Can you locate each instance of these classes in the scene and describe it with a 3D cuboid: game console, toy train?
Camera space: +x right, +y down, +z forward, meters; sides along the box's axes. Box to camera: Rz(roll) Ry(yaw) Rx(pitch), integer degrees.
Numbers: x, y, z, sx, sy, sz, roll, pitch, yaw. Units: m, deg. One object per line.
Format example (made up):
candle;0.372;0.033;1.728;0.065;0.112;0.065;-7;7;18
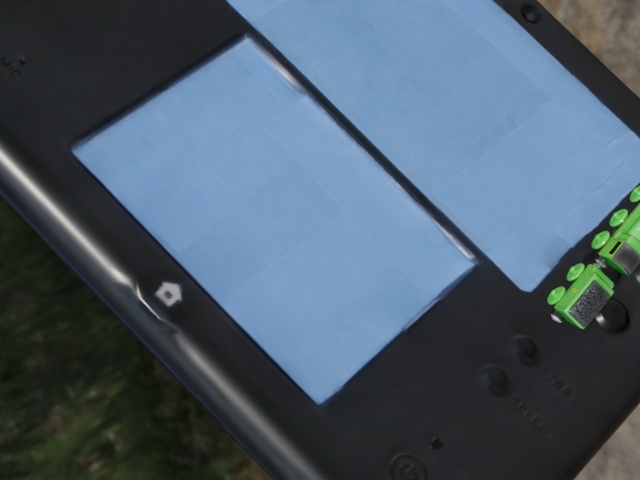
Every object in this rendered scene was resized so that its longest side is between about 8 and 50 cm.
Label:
game console;0.021;-0.046;0.779;0.386;0.342;0.060;45;139;8
toy train;0.124;0.001;0.601;0.017;0.083;0.024;41;176;-17
